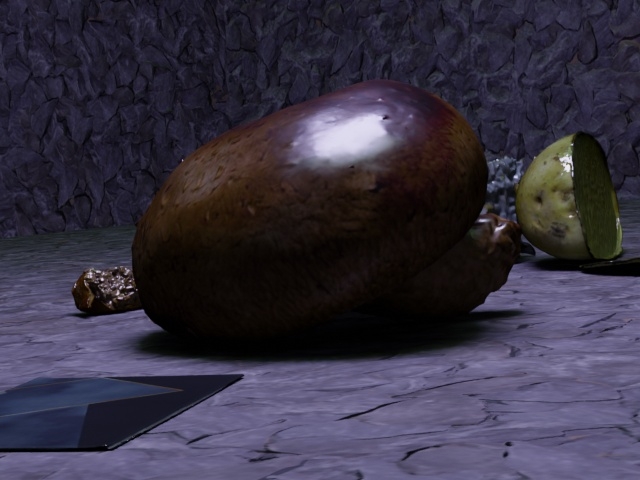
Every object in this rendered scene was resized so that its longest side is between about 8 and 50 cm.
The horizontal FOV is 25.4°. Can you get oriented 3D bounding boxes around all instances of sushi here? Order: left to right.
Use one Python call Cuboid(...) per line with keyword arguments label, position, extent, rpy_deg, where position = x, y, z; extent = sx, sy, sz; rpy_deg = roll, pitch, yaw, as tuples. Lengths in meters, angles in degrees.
Cuboid(label="sushi", position=(-0.218, 0.052, 1.509), extent=(0.055, 0.052, 0.120), rpy_deg=(-20, -9, 37))
Cuboid(label="sushi", position=(0.166, -0.038, 1.829), extent=(0.184, 0.139, 0.274), rpy_deg=(2, 7, 44))

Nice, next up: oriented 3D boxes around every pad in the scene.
Cuboid(label="pad", position=(-0.160, 0.106, 0.899), extent=(0.163, 0.004, 0.243), rpy_deg=(-3, 4, 15))

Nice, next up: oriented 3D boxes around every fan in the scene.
Cuboid(label="fan", position=(0.431, 0.015, 1.644), extent=(0.229, 0.011, 0.335), rpy_deg=(-8, -1, 30))

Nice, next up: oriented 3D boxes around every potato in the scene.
Cuboid(label="potato", position=(0.295, -0.044, 1.754), extent=(0.111, 0.160, 0.271), rpy_deg=(-13, -1, 22))

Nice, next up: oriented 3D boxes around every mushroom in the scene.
Cuboid(label="mushroom", position=(-0.011, -0.023, 1.227), extent=(0.345, 0.239, 0.345), rpy_deg=(-19, -16, -6))
